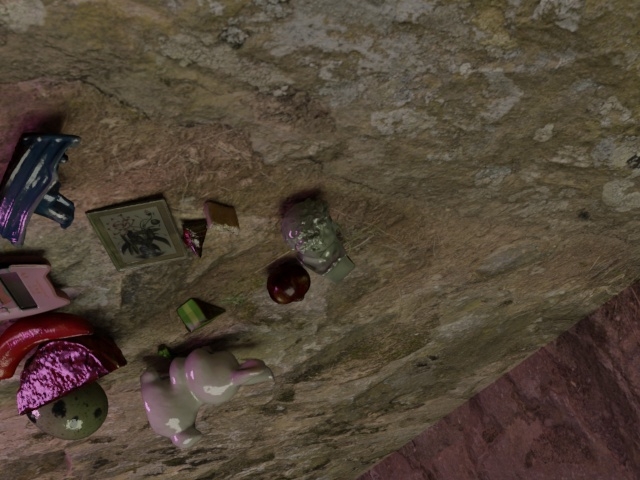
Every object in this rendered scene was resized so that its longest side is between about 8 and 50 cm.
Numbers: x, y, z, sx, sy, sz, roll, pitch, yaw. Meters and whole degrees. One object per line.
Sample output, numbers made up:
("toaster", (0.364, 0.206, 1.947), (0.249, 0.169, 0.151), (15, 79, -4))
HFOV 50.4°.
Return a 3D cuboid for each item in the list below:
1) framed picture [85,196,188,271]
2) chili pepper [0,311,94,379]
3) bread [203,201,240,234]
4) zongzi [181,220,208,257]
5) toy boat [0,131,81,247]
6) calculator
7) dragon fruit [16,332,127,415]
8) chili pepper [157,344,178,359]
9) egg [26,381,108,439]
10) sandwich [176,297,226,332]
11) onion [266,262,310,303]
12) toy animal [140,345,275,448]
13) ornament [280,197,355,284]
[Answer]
("framed picture", (-0.402, -0.009, 1.510), (0.172, 0.010, 0.231), (-12, 146, -3))
("chili pepper", (-0.705, 0.256, 1.633), (0.368, 0.137, 0.092), (-34, 166, 22))
("bread", (-0.219, -0.050, 1.506), (0.083, 0.070, 0.035), (8, 139, -43))
("zongzi", (-0.283, 0.003, 1.543), (0.067, 0.074, 0.083), (-13, 149, -35))
("toy boat", (-0.512, -0.087, 1.247), (0.142, 0.129, 0.309), (22, 129, -28))
("calculator", (-0.741, 0.113, 1.497), (0.329, 0.048, 0.220), (-10, 147, -9))
("dragon fruit", (-0.630, 0.306, 1.754), (0.316, 0.152, 0.205), (-28, 176, 17))
("chili pepper", (-0.444, 0.327, 1.963), (0.034, 0.030, 0.091), (-45, 149, -8))
("egg", (-0.707, 0.461, 1.891), (0.228, 0.177, 0.177), (18, 133, -26))
("sandwich", (-0.323, 0.191, 1.850), (0.074, 0.074, 0.116), (-35, 176, 21))
("onion", (-0.083, 0.115, 1.767), (0.117, 0.118, 0.118), (-44, 145, -3))
("toy animal", (-0.324, 0.433, 1.976), (0.367, 0.241, 0.196), (-27, 165, -4))
("ornament", (-0.012, 0.008, 1.645), (0.130, 0.120, 0.285), (-38, 147, -9))
